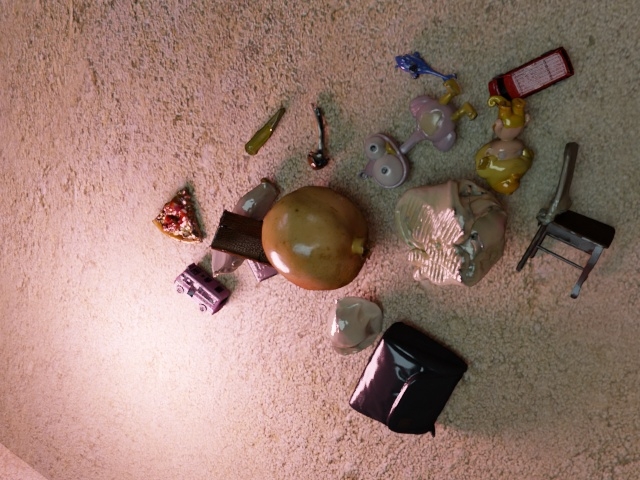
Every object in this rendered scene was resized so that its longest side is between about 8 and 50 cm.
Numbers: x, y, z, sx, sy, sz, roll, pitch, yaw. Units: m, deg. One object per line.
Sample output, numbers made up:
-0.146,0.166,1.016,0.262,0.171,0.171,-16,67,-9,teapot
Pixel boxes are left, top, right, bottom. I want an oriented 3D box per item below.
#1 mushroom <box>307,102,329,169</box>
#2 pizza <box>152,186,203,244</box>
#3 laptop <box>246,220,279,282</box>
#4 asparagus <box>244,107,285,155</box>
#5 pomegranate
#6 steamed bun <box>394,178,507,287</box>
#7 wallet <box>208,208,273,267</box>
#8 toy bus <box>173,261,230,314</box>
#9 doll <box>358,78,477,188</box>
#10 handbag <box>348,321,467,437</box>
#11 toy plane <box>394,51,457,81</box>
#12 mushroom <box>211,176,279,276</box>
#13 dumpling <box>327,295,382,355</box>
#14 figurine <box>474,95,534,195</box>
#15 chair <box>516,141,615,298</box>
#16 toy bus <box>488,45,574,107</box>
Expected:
-0.008,-0.293,1.822,0.060,0.061,0.187,0,96,13,mushroom
-0.476,-0.084,2.125,0.200,0.053,0.193,15,113,22,pizza
-0.192,0.036,2.043,0.129,0.016,0.180,-25,93,31,laptop
-0.157,-0.319,1.890,0.178,0.041,0.045,-41,42,31,asparagus
0.000,0.000,1.777,0.319,0.319,0.319,9,111,24,pomegranate
0.347,-0.034,1.649,0.280,0.207,0.268,4,112,54,steamed bun
-0.199,0.003,1.932,0.243,0.039,0.133,19,107,-25,wallet
-0.395,0.159,2.150,0.178,0.087,0.098,37,118,8,toy bus
0.236,-0.261,1.678,0.365,0.094,0.160,-36,86,31,doll
0.252,0.427,1.855,0.275,0.178,0.302,31,118,15,handbag
0.264,-0.438,1.632,0.167,0.054,0.062,28,92,17,toy plane
-0.239,-0.038,1.973,0.109,0.097,0.351,21,113,-21,mushroom
0.102,0.255,1.920,0.166,0.126,0.216,2,100,-2,dumpling
0.443,-0.223,1.553,0.156,0.131,0.246,-8,127,-12,figurine
0.607,-0.050,1.527,0.186,0.160,0.319,28,119,22,chair
0.487,-0.377,1.511,0.195,0.089,0.081,-22,96,31,toy bus
